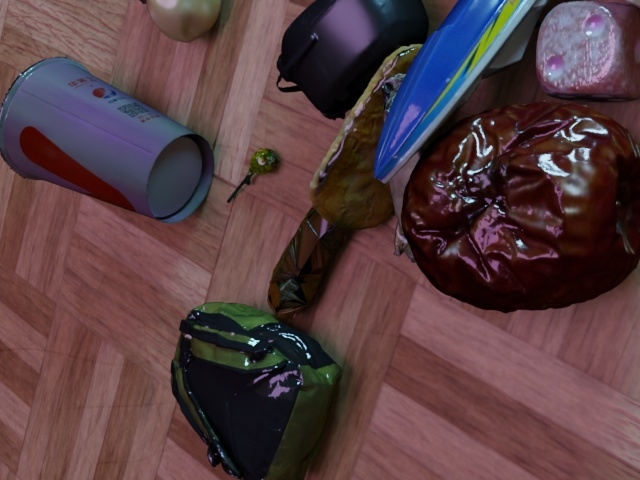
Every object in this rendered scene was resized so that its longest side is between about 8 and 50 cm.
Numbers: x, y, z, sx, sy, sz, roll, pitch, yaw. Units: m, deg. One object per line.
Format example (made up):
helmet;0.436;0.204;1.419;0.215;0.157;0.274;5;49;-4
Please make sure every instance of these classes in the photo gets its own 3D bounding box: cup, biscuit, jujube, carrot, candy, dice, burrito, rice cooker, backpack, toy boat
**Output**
cup;-0.305;-0.134;1.465;0.288;0.203;0.203;23;105;31
biscuit;0.077;-0.117;1.174;0.247;0.118;0.029;-58;33;21
jujube;0.207;-0.034;1.014;0.232;0.213;0.213;-1;90;36
carrot;0.000;-0.001;1.276;0.069;0.069;0.228;44;115;31
candy;-0.099;-0.084;1.382;0.035;0.035;0.123;52;131;7
dice;0.278;-0.189;1.013;0.091;0.093;0.094;6;92;40
burrito;0.103;-0.076;1.144;0.058;0.063;0.229;0;118;9
rice cooker;0.037;-0.233;1.191;0.203;0.142;0.118;-41;77;37
backpack;-0.100;0.191;1.309;0.253;0.140;0.207;31;108;38
toy boat;0.142;-0.177;1.036;0.295;0.088;0.129;-54;7;-11

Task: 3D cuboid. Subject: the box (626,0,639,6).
box;0.298;-0.373;0.985;0.260;0.111;0.194;48;119;27

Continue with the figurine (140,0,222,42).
figurine;-0.215;-0.356;1.446;0.196;0.108;0.114;38;105;53
